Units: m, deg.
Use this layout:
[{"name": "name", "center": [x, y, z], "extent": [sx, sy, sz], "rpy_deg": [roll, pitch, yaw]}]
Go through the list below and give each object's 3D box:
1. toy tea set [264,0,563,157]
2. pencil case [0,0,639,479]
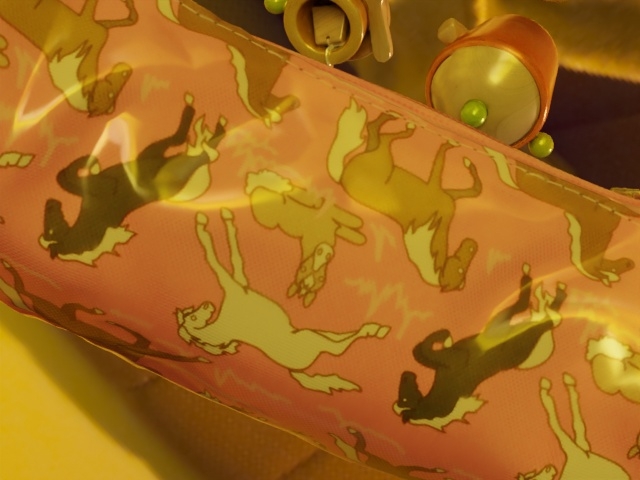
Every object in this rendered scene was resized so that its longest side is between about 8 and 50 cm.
[{"name": "toy tea set", "center": [0.051, -0.187, 0.948], "extent": [0.336, 0.124, 0.200], "rpy_deg": [17, 126, 15]}, {"name": "pencil case", "center": [0.000, 0.000, 0.566], "extent": [0.386, 0.167, 0.160], "rpy_deg": [23, 152, -7]}]
